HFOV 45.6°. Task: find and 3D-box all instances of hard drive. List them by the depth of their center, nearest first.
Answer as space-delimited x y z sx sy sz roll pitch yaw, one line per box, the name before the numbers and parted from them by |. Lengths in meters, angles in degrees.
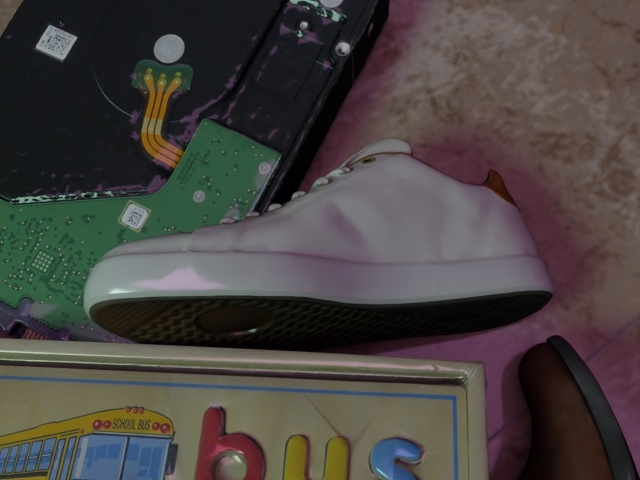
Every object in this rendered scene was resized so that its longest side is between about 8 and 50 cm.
hard drive | -0.125 -0.081 0.542 0.237 0.064 0.339 25 78 9

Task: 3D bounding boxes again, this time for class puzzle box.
puzzle box | -0.118 0.182 0.382 0.409 0.052 0.272 1 59 5

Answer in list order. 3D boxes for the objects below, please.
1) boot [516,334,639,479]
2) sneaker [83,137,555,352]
boot | 0.056 0.202 0.457 0.280 0.096 0.264 -15 60 17
sneaker | 0.000 0.000 0.474 0.290 0.106 0.123 -1 64 -24
